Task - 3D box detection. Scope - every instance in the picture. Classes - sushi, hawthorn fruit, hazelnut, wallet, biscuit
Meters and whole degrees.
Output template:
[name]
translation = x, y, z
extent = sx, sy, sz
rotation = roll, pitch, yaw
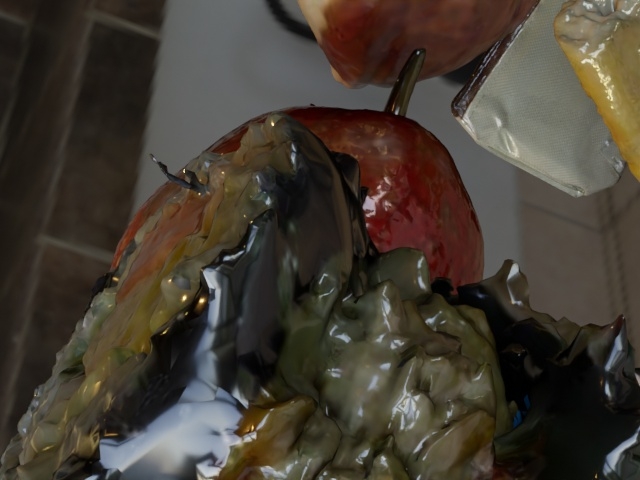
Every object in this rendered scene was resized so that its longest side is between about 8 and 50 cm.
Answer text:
[sushi]
translation = -0.001, 0.089, 0.606
extent = 0.238, 0.219, 0.225
rotation = -61, 8, 18
[hawthorn fruit]
translation = 0.000, 0.000, 1.318
extent = 0.369, 0.285, 0.285
rotation = -61, 16, -6
[hazelnut]
translation = 0.065, -0.250, 1.507
extent = 0.261, 0.261, 0.241
rotation = -95, 14, -54
[wallet]
translation = 0.332, -0.224, 2.121
extent = 0.335, 0.275, 0.068
rotation = -57, 14, -15
[biscuit]
translation = 0.460, -0.212, 1.864
extent = 0.104, 0.446, 0.429
rotation = -9, 30, 46

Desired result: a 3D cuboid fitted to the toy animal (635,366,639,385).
[toy animal]
translation = 0.300, 0.248, 1.847
extent = 0.267, 0.212, 0.212
rotation = -12, 58, 51
